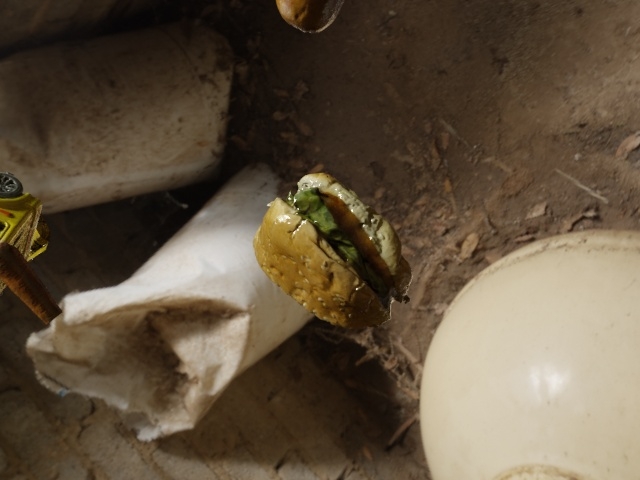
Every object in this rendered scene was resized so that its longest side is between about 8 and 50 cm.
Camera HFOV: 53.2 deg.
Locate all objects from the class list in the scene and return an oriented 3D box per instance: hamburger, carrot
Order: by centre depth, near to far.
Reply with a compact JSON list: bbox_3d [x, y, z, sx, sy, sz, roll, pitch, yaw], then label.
[{"bbox_3d":[-0.294,0.042,0.635,0.032,0.032,0.093,-24,108,40],"label":"carrot"},{"bbox_3d":[0.001,-0.003,1.133,0.330,0.162,0.208,34,146,31],"label":"hamburger"}]

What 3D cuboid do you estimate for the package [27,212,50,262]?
[{"bbox_3d":[-0.671,-0.018,1.481,0.071,0.047,0.131,-33,80,18],"label":"package"}]

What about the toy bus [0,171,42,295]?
[{"bbox_3d":[-0.558,-0.042,0.836,0.330,0.152,0.144,22,122,-13],"label":"toy bus"}]

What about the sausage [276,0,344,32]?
[{"bbox_3d":[0.026,-0.393,0.816,0.109,0.109,0.270,40,120,10],"label":"sausage"}]
